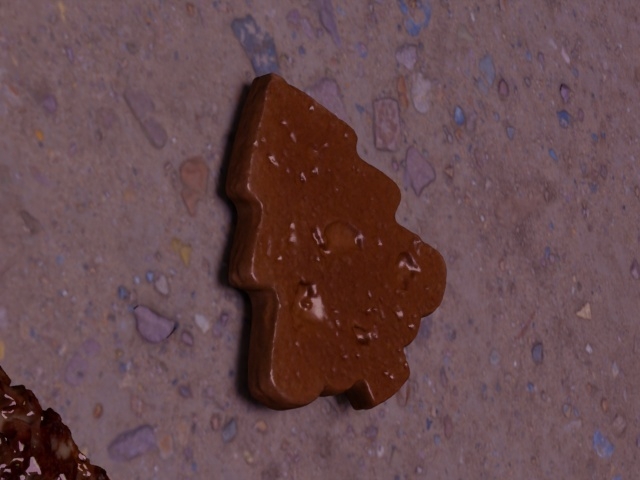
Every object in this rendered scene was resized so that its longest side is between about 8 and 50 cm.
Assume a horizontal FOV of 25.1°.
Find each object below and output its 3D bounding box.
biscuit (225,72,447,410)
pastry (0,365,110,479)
[{"bbox_3d":[0.000,0.000,1.267,0.284,0.043,0.306,-28,100,-47],"label":"biscuit"},{"bbox_3d":[-0.225,0.144,0.935,0.208,0.097,0.115,53,36,-24],"label":"pastry"}]
